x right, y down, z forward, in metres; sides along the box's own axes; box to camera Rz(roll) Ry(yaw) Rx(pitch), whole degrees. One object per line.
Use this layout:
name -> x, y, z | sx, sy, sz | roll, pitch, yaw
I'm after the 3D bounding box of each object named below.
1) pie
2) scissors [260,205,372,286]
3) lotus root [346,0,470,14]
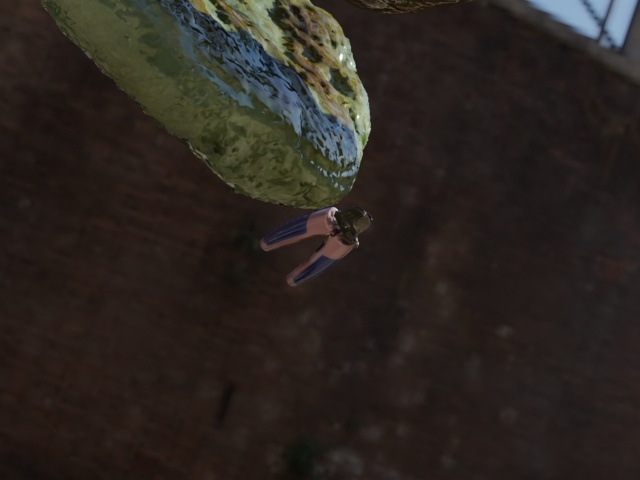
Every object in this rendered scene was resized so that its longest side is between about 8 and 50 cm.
pie -> -0.061, -0.112, 0.756 | 0.240, 0.054, 0.240 | 44, 18, -19
scissors -> 0.000, 0.000, 0.992 | 0.039, 0.012, 0.113 | 54, -33, -6
lotus root -> 0.094, -0.319, 1.377 | 0.250, 0.250, 0.346 | 20, 1, -8
